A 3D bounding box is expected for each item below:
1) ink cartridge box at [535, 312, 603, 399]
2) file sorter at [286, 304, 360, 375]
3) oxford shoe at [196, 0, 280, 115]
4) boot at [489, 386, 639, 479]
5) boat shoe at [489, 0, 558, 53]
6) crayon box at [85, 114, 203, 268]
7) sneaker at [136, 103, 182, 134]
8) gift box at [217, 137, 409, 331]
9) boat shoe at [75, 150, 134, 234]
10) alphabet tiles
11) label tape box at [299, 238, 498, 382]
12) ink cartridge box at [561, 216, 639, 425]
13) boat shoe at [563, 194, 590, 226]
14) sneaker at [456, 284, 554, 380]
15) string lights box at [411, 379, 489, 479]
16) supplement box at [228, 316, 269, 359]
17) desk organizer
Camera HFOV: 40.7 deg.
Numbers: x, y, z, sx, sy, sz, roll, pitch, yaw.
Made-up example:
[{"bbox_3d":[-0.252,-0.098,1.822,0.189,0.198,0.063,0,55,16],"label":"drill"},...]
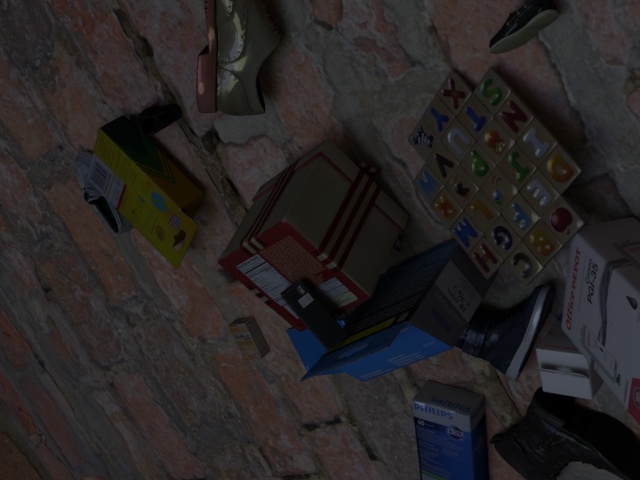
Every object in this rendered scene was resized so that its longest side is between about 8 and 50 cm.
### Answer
[{"bbox_3d":[0.435,0.200,1.477,0.092,0.143,0.090,3,118,38],"label":"ink cartridge box"},{"bbox_3d":[0.038,0.205,1.829,0.170,0.104,0.118,-15,106,43],"label":"file sorter"},{"bbox_3d":[-0.141,-0.419,1.590,0.146,0.140,0.397,8,122,-2],"label":"oxford shoe"},{"bbox_3d":[0.466,0.406,1.639,0.263,0.091,0.229,37,139,21],"label":"boot"},{"bbox_3d":[0.306,-0.329,1.319,0.133,0.048,0.042,-34,65,52],"label":"boat shoe"},{"bbox_3d":[-0.391,-0.107,1.982,0.318,0.081,0.202,45,141,7],"label":"crayon box"},{"bbox_3d":[-0.366,-0.259,1.872,0.170,0.089,0.051,-8,112,42],"label":"sneaker"},{"bbox_3d":[0.000,0.000,1.632,0.255,0.258,0.276,-24,120,43],"label":"gift box"},{"bbox_3d":[-0.535,-0.115,2.106,0.227,0.081,0.079,53,136,-2],"label":"boat shoe"},{"bbox_3d":[0.281,-0.105,1.433,0.343,0.011,0.285,55,139,21],"label":"alphabet tiles"},{"bbox_3d":[0.145,0.153,1.541,0.106,0.334,0.240,50,137,-9],"label":"label tape box"},{"bbox_3d":[0.483,0.123,1.296,0.283,0.117,0.207,-117,20,-58],"label":"ink cartridge box"},{"bbox_3d":[0.360,-0.076,1.427,0.184,0.066,0.063,31,134,33],"label":"boat shoe"},{"bbox_3d":[0.322,0.142,1.573,0.163,0.086,0.226,29,133,18],"label":"sneaker"},{"bbox_3d":[0.274,0.431,1.802,0.133,0.076,0.260,11,123,33],"label":"string lights box"},{"bbox_3d":[-0.171,0.235,2.066,0.062,0.036,0.098,-13,108,42],"label":"supplement box"},{"bbox_3d":[-0.014,0.131,1.535,0.130,0.047,0.050,50,177,-8],"label":"desk organizer"}]
